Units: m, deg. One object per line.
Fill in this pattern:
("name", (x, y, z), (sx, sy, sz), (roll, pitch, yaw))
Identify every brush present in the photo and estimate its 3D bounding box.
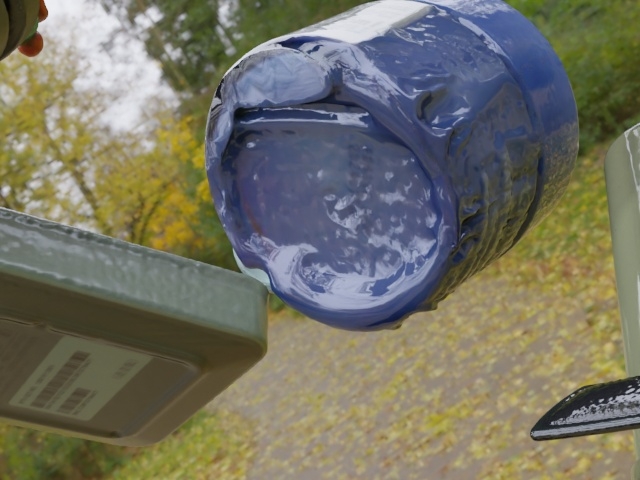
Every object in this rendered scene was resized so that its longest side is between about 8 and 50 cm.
("brush", (0.182, 0.065, 0.446), (0.193, 0.016, 0.063), (-20, 5, 46))

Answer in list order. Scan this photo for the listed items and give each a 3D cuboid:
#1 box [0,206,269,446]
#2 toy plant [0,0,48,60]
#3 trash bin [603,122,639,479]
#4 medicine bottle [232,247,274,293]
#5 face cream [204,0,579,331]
("box", (-0.308, 0.126, 1.189), (0.396, 0.396, 0.111), (-44, 38, 45))
("toy plant", (-0.365, -0.275, 0.953), (0.185, 0.279, 0.400), (-26, 33, 35))
("trash bin", (0.292, 0.059, 0.609), (0.121, 0.243, 0.247), (128, 149, -51))
("medicine bottle", (0.000, 0.000, 1.298), (0.139, 0.139, 0.225), (-33, -18, 28))
("face cream", (0.058, -0.070, 0.819), (0.225, 0.249, 0.249), (-31, -1, -44))
